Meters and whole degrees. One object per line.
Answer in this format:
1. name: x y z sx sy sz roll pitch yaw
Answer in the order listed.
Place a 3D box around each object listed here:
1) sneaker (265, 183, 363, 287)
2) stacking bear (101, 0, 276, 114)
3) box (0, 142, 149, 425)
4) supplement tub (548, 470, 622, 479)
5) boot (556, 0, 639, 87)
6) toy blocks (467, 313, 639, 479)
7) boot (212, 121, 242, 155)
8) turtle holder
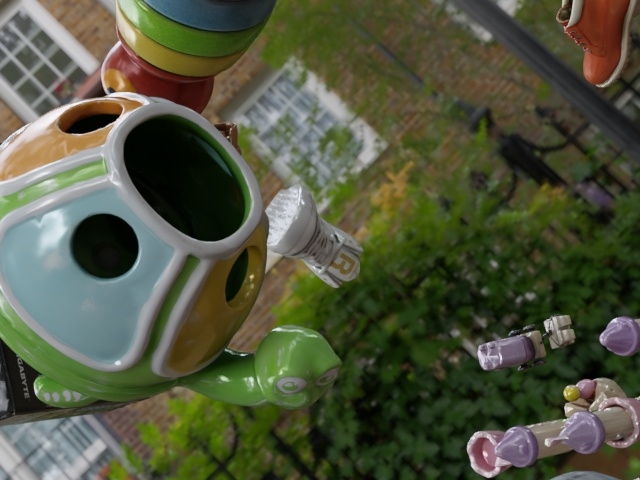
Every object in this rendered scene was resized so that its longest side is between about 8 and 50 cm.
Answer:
1. sneaker: 0.000 0.000 1.683 0.108 0.169 0.292 -55 8 3
2. stacking bear: -0.132 -0.221 1.066 0.164 0.175 0.289 -38 -14 -41
3. box: -0.307 0.047 1.205 0.073 0.295 0.293 -18 -9 15
4. supplement tub: 0.324 0.337 0.948 0.207 0.207 0.338 -40 26 -25
5. boot: 0.284 -0.223 1.163 0.085 0.059 0.158 -10 -41 -7
6. toy blocks: 0.308 0.253 1.500 0.260 0.308 0.289 -4 -16 -37
7. boot: -0.148 -0.055 1.315 0.197 0.073 0.152 -44 -43 -64
8. turtle holder: -0.149 0.025 0.938 0.243 0.320 0.227 -15 -15 -42
